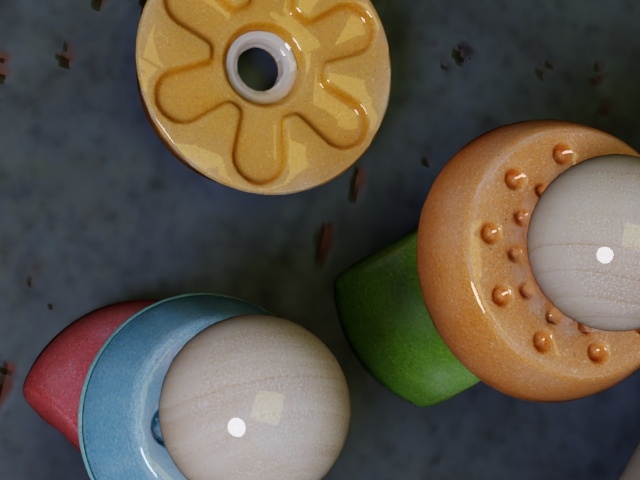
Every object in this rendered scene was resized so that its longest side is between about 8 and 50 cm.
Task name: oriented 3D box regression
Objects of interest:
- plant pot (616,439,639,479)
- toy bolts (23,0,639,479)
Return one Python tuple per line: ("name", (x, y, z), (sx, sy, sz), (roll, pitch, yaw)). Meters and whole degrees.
("plant pot", (0.277, 0.051, 0.703), (0.334, 0.334, 0.305), (39, 81, -11))
("toy bolts", (0.000, 0.000, 0.670), (0.228, 0.158, 0.218), (-40, 96, -21))
